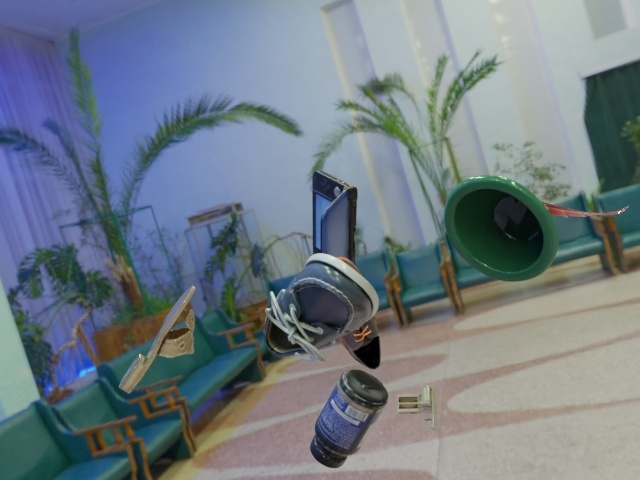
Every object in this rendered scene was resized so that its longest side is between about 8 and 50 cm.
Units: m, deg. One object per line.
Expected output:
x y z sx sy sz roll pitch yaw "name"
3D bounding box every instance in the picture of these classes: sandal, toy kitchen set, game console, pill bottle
-0.282 0.201 1.133 0.240 0.079 0.088 -54 15 2 "sandal"
0.170 0.304 1.063 0.075 0.068 0.083 -7 -29 18 "toy kitchen set"
0.000 0.000 1.526 0.173 0.293 0.250 -18 32 -31 "game console"
0.060 0.422 1.393 0.219 0.122 0.122 -64 -17 20 "pill bottle"

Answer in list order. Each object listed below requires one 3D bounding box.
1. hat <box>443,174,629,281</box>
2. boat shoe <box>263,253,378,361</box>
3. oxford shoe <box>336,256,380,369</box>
0.328 -0.045 0.951 0.183 0.208 0.173 -38 -7 -41 "hat"
-0.014 0.082 0.650 0.079 0.095 0.254 -45 3 -22 "boat shoe"
0.067 0.140 1.114 0.096 0.271 0.098 -30 43 -6 "oxford shoe"
